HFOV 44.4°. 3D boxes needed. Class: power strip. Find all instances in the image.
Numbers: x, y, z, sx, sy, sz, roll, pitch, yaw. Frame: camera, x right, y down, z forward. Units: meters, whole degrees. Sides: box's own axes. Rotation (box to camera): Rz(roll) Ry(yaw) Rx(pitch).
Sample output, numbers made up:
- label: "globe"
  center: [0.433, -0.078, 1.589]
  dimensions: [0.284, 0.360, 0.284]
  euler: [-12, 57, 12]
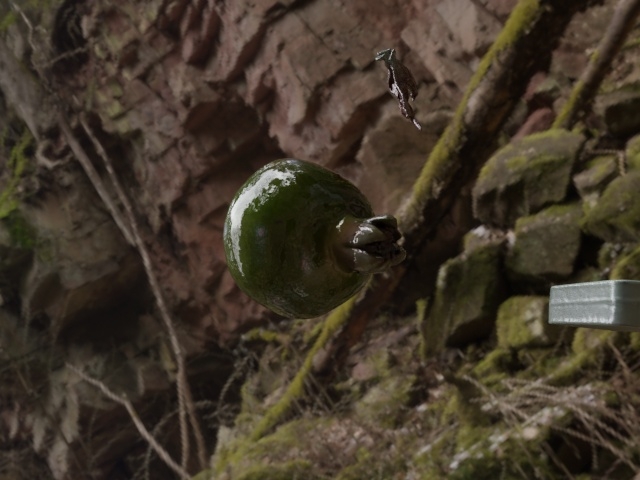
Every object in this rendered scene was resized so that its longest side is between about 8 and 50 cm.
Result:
- label: "power strip"
  center: [0.573, 0.145, 1.403]
  dimensions: [0.260, 0.141, 0.229]
  euler: [6, -7, -16]

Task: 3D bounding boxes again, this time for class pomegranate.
- label: "pomegranate"
  center: [-0.015, -0.003, 0.849]
  dimensions: [0.179, 0.179, 0.210]
  euler: [-30, 4, -15]

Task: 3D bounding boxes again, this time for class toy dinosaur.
- label: "toy dinosaur"
  center: [0.110, -0.209, 1.077]
  dimensions: [0.032, 0.108, 0.220]
  euler: [-19, 23, 17]
